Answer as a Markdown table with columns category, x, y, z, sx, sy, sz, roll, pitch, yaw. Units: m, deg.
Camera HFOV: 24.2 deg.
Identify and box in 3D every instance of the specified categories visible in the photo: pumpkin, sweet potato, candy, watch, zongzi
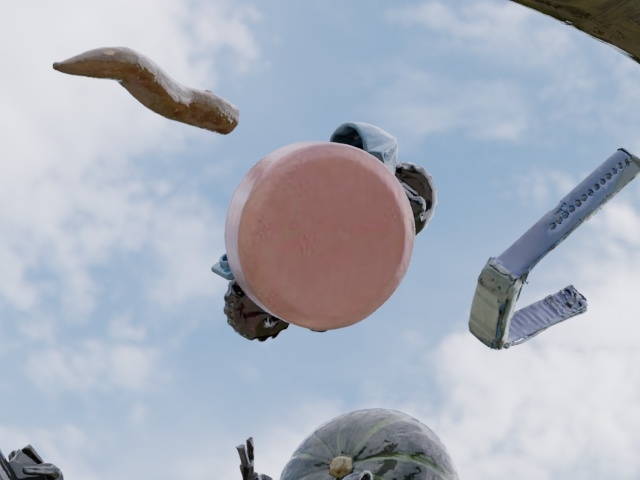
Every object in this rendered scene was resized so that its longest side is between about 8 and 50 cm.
| category | x | y | z | sx | sy | sz | roll | pitch | yaw |
| --- | --- | --- | --- | --- | --- | --- | --- | --- | --- |
| pumpkin | 0.076 | 0.436 | 2.494 | 0.323 | 0.323 | 0.241 | -5 | -49 | 33 |
| sweet potato | -0.232 | -0.212 | 2.011 | 0.067 | 0.059 | 0.281 | -34 | -41 | 31 |
| candy | 0.000 | 0.000 | 1.921 | 0.255 | 0.255 | 0.094 | 34 | -6 | -20 |
| watch | 0.339 | 0.022 | 2.148 | 0.068 | 0.274 | 0.276 | 39 | -50 | 33 |
| zongzi | 0.311 | -0.239 | 1.654 | 0.205 | 0.204 | 0.094 | 59 | -26 | 10 |

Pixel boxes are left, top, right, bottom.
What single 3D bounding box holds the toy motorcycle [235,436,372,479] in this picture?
| category | x | y | z | sx | sy | sz | roll | pitch | yaw |
| --- | --- | --- | --- | --- | --- | --- | --- | --- | --- |
| toy motorcycle | -0.049 | 0.402 | 1.720 | 0.212 | 0.359 | 0.125 | 30 | 12 | 27 |

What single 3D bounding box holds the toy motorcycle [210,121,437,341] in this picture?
| category | x | y | z | sx | sy | sz | roll | pitch | yaw |
| --- | --- | --- | --- | --- | --- | --- | --- | --- | --- |
| toy motorcycle | 0.002 | -0.029 | 2.296 | 0.172 | 0.416 | 0.232 | 27 | -34 | 52 |

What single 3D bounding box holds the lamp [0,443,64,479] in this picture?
| category | x | y | z | sx | sy | sz | roll | pitch | yaw |
| --- | --- | --- | --- | --- | --- | --- | --- | --- | --- |
| lamp | -0.370 | 0.247 | 1.578 | 0.227 | 0.172 | 0.147 | 57 | -43 | 4 |
